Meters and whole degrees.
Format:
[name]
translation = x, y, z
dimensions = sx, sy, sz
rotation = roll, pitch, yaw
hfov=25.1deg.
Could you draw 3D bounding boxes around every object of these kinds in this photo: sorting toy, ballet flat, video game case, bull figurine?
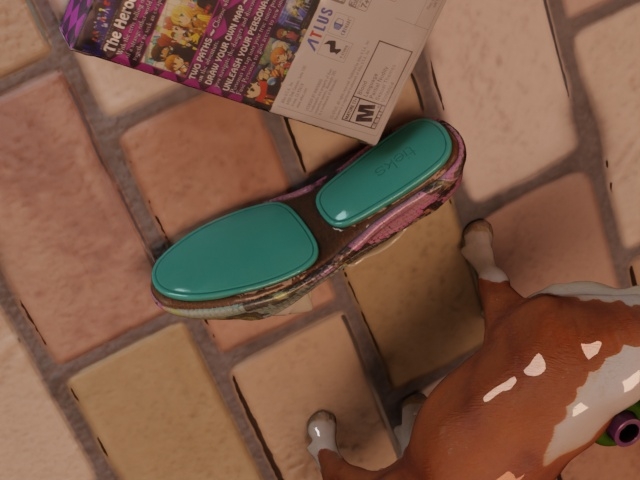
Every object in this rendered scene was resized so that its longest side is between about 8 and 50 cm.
[sorting toy]
translation = 0.262, 0.138, 1.128
dimensions = 0.102, 0.042, 0.061
rotation = -15, 123, -14
[ballet flat]
translation = 0.000, 0.000, 0.925
dimensions = 0.221, 0.077, 0.079
rotation = -30, 145, -5
[video game case]
translation = -0.010, -0.187, 0.823
dimensions = 0.210, 0.042, 0.232
rotation = 14, 111, -29
[bull figurine]
translation = 0.123, 0.103, 0.958
dimensions = 0.310, 0.188, 0.101
rotation = -48, 126, 8
